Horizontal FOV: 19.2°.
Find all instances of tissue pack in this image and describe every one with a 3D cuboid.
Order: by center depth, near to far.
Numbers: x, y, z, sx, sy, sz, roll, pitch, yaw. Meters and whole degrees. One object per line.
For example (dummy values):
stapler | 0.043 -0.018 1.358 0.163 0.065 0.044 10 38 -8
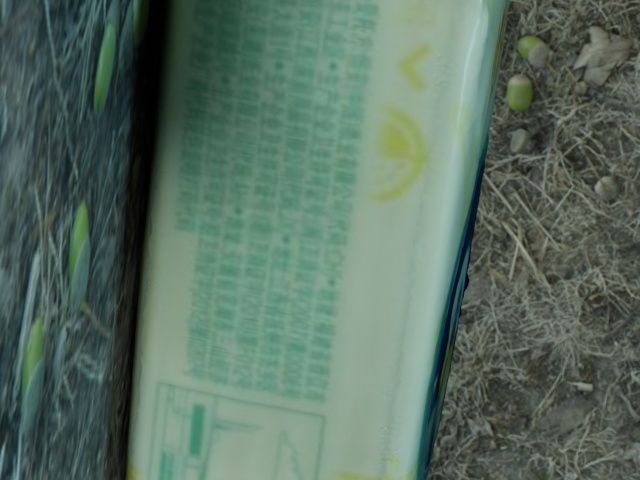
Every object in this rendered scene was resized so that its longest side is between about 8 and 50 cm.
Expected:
tissue pack | 0.000 0.000 0.993 0.287 0.162 0.388 -71 169 -67
